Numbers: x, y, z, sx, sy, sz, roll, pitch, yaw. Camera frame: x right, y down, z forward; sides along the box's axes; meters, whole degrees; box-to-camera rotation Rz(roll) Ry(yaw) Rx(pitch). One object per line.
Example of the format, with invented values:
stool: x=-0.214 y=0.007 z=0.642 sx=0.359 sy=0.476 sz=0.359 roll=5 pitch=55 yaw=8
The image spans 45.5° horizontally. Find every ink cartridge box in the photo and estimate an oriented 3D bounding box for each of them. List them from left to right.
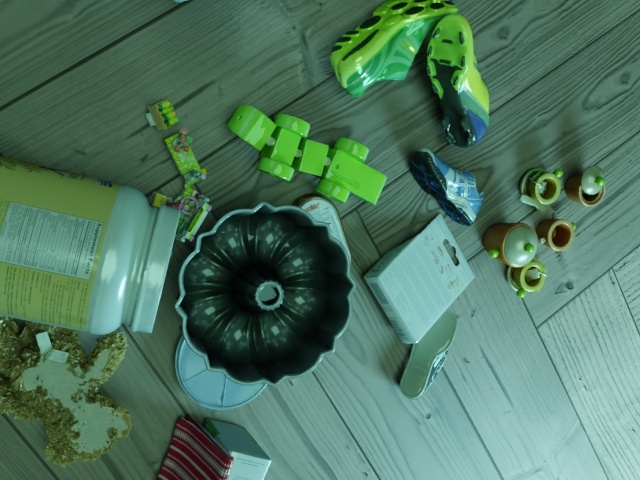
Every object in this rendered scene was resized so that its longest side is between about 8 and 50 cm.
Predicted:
ink cartridge box: x=-0.197 y=0.470 z=1.430 sx=0.093 sy=0.160 sz=0.219 roll=22 pitch=91 yaw=-27
ink cartridge box: x=0.211 y=0.078 z=1.608 sx=0.225 sy=0.056 sz=0.181 roll=-44 pitch=114 yaw=-31

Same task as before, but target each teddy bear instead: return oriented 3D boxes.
teddy bear: x=-0.462 y=0.220 z=1.314 sx=0.338 sy=0.113 sz=0.245 roll=44 pitch=74 yaw=-16

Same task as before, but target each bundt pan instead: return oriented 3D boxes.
bundt pan: x=-0.111 y=0.092 z=1.389 sx=0.331 sy=0.124 sz=0.330 roll=-2 pitch=95 yaw=-22

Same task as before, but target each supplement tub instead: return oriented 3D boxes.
supplement tub: x=-0.403 y=0.012 z=1.183 sx=0.331 sy=0.241 sz=0.241 roll=13 pitch=94 yaw=-12

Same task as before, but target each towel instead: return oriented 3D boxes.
towel: x=-0.258 y=0.479 z=1.384 sx=0.031 sy=0.199 sz=0.274 roll=23 pitch=90 yaw=-37

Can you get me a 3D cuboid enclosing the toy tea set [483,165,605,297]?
toy tea set: x=0.503 y=-0.039 z=1.659 sx=0.200 sy=0.124 sz=0.336 roll=38 pitch=84 yaw=-24

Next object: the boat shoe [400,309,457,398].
boat shoe: x=0.233 y=0.246 z=1.642 sx=0.206 sy=0.075 sz=0.065 roll=-62 pitch=158 yaw=-8

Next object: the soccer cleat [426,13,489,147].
soccer cleat: x=0.278 y=-0.320 z=1.507 sx=0.121 sy=0.093 sz=0.289 roll=-48 pitch=138 yaw=-34

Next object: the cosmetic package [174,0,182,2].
cosmetic package: x=-0.118 y=-0.621 z=1.177 sx=0.327 sy=0.329 sz=0.393 roll=-25 pitch=109 yaw=-18

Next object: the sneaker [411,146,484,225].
sneaker: x=0.263 y=-0.123 z=1.575 sx=0.081 sy=0.080 sz=0.211 roll=-53 pitch=124 yaw=-14

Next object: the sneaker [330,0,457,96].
sneaker: x=0.140 y=-0.380 z=1.470 sx=0.295 sy=0.109 sz=0.123 roll=-35 pitch=140 yaw=-19

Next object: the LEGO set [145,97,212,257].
LEGO set: x=-0.248 y=-0.100 z=1.335 sx=0.132 sy=0.107 sz=0.287 roll=7 pitch=97 yaw=-24

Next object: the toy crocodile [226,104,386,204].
toy crocodile: x=-0.019 y=-0.155 z=1.437 sx=0.341 sy=0.105 sz=0.115 roll=19 pitch=91 yaw=-30

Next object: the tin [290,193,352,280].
tin: x=0.000 y=0.000 z=1.500 sx=0.106 sy=0.040 sz=0.189 roll=-26 pitch=108 yaw=-22

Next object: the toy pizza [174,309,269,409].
toy pizza: x=-0.181 y=0.223 z=1.462 sx=0.201 sy=0.032 sz=0.201 roll=-3 pitch=97 yaw=-24
